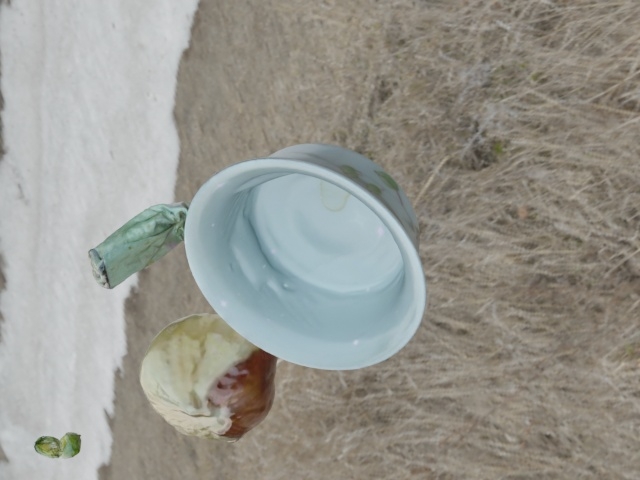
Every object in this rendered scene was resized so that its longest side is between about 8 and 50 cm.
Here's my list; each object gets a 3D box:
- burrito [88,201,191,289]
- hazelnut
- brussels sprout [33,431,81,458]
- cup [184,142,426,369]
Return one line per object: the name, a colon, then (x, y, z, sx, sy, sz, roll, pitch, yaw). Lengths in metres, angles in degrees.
burrito: (-0.355, -0.001, 1.680, 0.089, 0.229, 0.144, 50, 157, 13)
hazelnut: (-0.202, 0.255, 1.536, 0.261, 0.241, 0.261, 4, 120, 7)
brussels sprout: (-0.473, 0.373, 1.523, 0.083, 0.046, 0.051, -5, 123, 13)
cup: (0.000, 0.000, 1.180, 0.347, 0.163, 0.347, 13, 129, 17)
